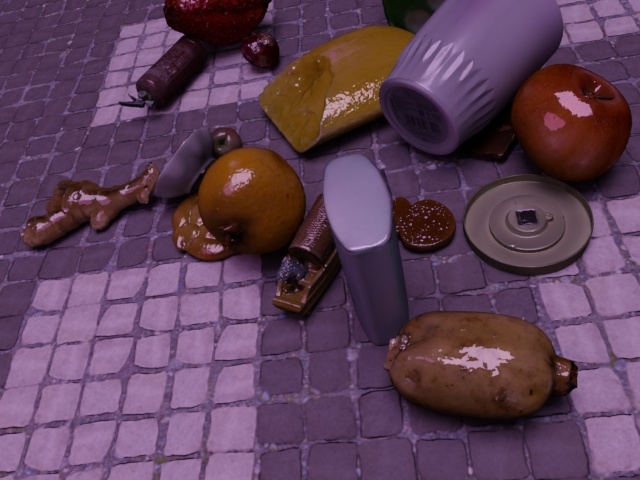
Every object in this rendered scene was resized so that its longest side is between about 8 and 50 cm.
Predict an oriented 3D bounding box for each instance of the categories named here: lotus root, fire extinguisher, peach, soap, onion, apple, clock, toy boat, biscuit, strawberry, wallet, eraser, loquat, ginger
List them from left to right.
[{"bbox_3d":[-0.512,-0.086,1.380,0.333,0.081,0.148,-15,54,2],"label":"ginger"},{"bbox_3d":[-0.414,-0.432,1.630,0.104,0.105,0.269,16,56,25],"label":"fire extinguisher"},{"bbox_3d":[-0.290,-0.652,1.679,0.238,0.250,0.288,32,42,30],"label":"strawberry"},{"bbox_3d":[-0.221,-0.222,1.423,0.083,0.083,0.083,-7,50,8],"label":"peach"},{"bbox_3d":[-0.198,-0.060,1.309,0.259,0.041,0.203,-32,51,-10],"label":"biscuit"},{"bbox_3d":[-0.132,-0.074,1.171,0.207,0.208,0.208,-7,50,8],"label":"loquat"},{"bbox_3d":[-0.161,-0.507,1.639,0.107,0.097,0.107,10,56,-16],"label":"onion"},{"bbox_3d":[0.000,0.000,1.162,0.089,0.115,0.310,18,57,23],"label":"toy boat"},{"bbox_3d":[0.073,-0.385,1.462,0.427,0.115,0.306,-31,48,-12],"label":"soap"},{"bbox_3d":[0.082,0.022,1.009,0.104,0.290,0.189,-17,50,1],"label":"eraser"},{"bbox_3d":[0.179,-0.035,1.206,0.174,0.026,0.124,15,55,24],"label":"biscuit"},{"bbox_3d":[0.239,0.188,0.933,0.283,0.146,0.160,7,71,15],"label":"lotus root"},{"bbox_3d":[0.380,-0.237,1.324,0.095,0.026,0.176,13,53,30],"label":"wallet"},{"bbox_3d":[0.387,-0.037,1.154,0.234,0.029,0.235,-7,50,8],"label":"clock"},{"bbox_3d":[0.479,-0.232,1.172,0.210,0.173,0.235,-32,75,-33],"label":"apple"}]

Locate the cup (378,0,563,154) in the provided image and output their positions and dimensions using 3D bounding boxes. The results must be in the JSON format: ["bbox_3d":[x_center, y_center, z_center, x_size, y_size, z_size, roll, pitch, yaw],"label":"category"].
[{"bbox_3d":[0.313,-0.376,1.291,0.253,0.253,0.372,30,69,32],"label":"cup"}]

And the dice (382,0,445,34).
[{"bbox_3d":[0.313,-0.685,1.537,0.299,0.287,0.297,3,53,16],"label":"dice"}]

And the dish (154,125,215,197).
[{"bbox_3d":[-0.282,-0.156,1.348,0.066,0.191,0.191,37,62,-2],"label":"dish"}]
